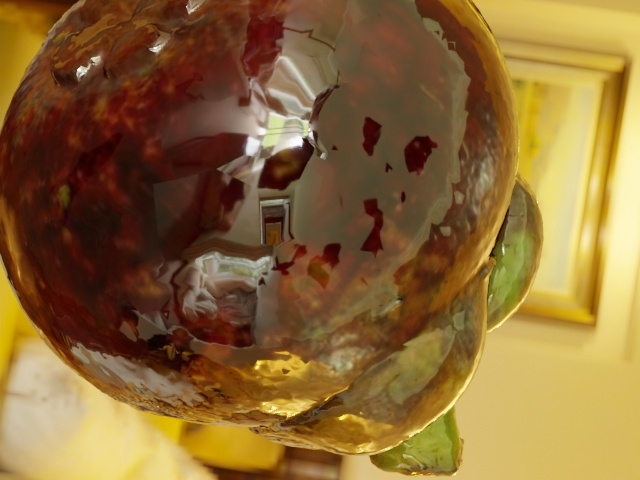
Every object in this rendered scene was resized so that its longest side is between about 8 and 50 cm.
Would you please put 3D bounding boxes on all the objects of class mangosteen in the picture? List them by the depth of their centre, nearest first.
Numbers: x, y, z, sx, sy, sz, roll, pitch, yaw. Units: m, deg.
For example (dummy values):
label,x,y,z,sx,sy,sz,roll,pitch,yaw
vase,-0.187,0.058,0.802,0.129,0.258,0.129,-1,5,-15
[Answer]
label,x,y,z,sx,sy,sz,roll,pitch,yaw
mangosteen,0.004,-0.008,0.503,0.146,0.181,0.156,-41,-155,37
